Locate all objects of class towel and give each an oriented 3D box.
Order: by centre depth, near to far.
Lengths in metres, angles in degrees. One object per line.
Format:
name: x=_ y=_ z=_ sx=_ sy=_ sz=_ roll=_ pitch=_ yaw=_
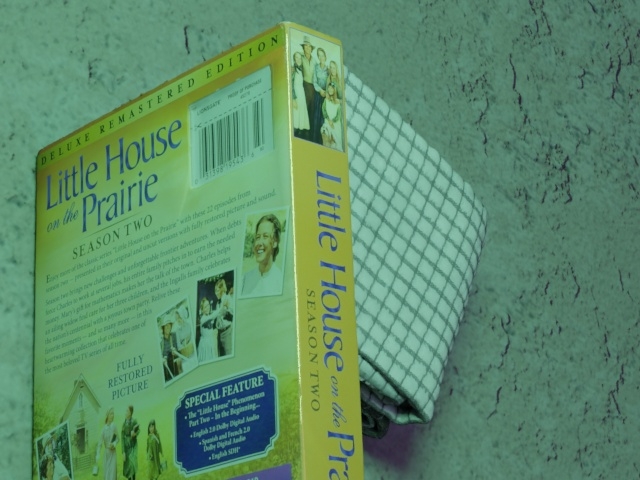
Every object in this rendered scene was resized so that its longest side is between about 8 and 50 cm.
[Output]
towel: x=0.000 y=0.000 z=1.496 sx=0.284 sy=0.121 sz=0.235 roll=41 pitch=53 yaw=-25

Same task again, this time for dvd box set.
dvd box set: x=-0.097 y=0.091 z=1.241 sx=0.062 sy=0.308 sz=0.420 roll=15 pitch=64 yaw=-41
